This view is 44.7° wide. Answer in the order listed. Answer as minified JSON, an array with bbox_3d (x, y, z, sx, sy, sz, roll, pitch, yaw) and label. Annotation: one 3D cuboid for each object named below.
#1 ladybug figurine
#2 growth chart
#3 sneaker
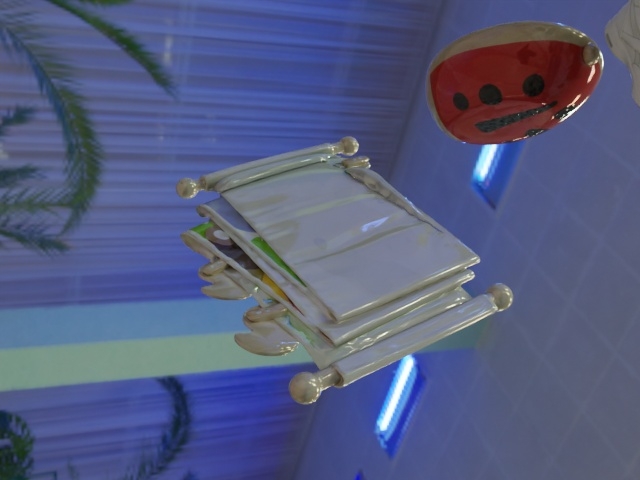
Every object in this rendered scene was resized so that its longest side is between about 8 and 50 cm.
[{"bbox_3d":[0.406,-0.325,1.703,0.449,0.305,0.162,-16,-129,56],"label":"ladybug figurine"},{"bbox_3d":[0.000,0.000,0.488,0.237,0.172,0.021,50,-33,47],"label":"growth chart"},{"bbox_3d":[0.630,-0.333,1.420,0.152,0.114,0.305,116,-41,-56],"label":"sneaker"}]
